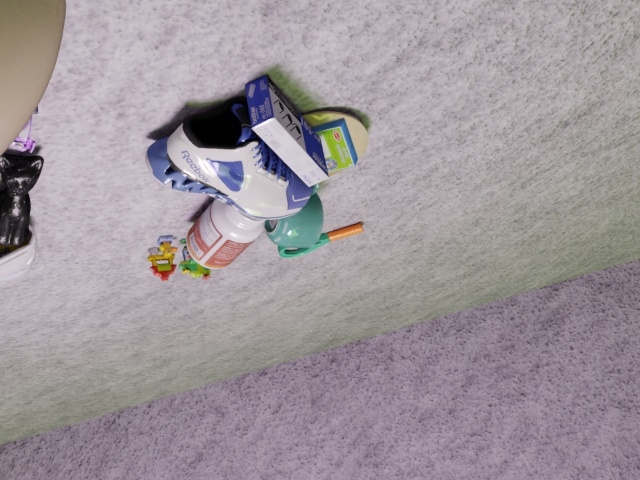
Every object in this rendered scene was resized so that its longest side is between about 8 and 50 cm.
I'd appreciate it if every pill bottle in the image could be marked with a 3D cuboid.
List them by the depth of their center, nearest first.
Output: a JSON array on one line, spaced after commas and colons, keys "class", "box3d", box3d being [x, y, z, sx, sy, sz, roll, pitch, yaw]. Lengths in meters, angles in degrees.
[{"class": "pill bottle", "box3d": [-0.194, -0.032, 1.592, 0.121, 0.121, 0.216, 1, 154, -35]}]

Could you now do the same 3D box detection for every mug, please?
[{"class": "mug", "box3d": [-0.067, -0.063, 1.623, 0.097, 0.157, 0.129, 2, 178, -32]}]

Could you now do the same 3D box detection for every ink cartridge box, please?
[{"class": "ink cartridge box", "box3d": [-0.056, -0.186, 1.289, 0.046, 0.097, 0.207, -22, 147, 17]}]

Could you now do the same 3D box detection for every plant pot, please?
[{"class": "plant pot", "box3d": [-0.388, -0.244, 0.790, 0.191, 0.284, 0.284, -47, 167, -19]}]

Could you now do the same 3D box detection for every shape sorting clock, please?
[{"class": "shape sorting clock", "box3d": [-0.008, -0.184, 1.449, 0.206, 0.040, 0.206, -5, 151, -3]}]

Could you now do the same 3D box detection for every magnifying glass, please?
[{"class": "magnifying glass", "box3d": [0.000, 0.000, 1.940, 0.231, 0.026, 0.092, -18, 159, 6]}]

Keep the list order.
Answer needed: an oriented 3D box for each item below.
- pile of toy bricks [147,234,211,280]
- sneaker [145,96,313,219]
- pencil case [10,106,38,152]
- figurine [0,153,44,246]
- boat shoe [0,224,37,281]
[{"class": "pile of toy bricks", "box3d": [-0.287, 0.044, 1.743, 0.212, 0.105, 0.118, -5, 157, -25]}, {"class": "sneaker", "box3d": [-0.128, -0.146, 1.313, 0.315, 0.127, 0.182, 13, 146, -32]}, {"class": "pencil case", "box3d": [-0.521, -0.168, 1.075, 0.206, 0.088, 0.086, -2, 153, -29]}, {"class": "figurine", "box3d": [-0.594, -0.082, 1.266, 0.215, 0.092, 0.209, 0, 146, -32]}, {"class": "boat shoe", "box3d": [-0.699, 0.038, 1.365, 0.367, 0.136, 0.156, -15, 159, -36]}]
